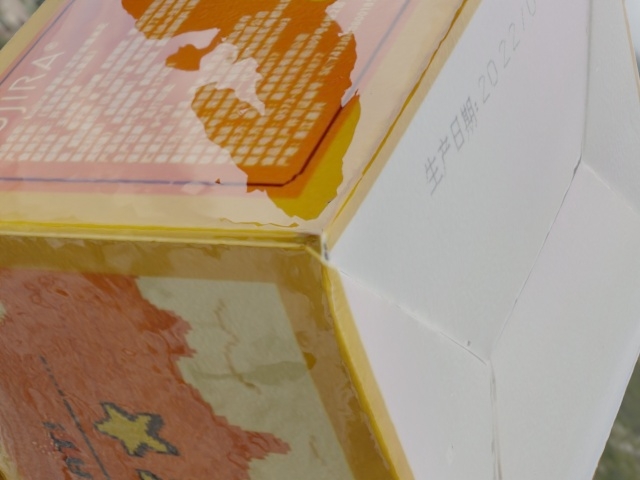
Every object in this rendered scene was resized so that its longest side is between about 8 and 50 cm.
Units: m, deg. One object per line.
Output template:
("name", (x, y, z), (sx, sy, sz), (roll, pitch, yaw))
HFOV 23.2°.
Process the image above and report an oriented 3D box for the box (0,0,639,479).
("box", (0.000, 0.000, 0.660), (0.283, 0.213, 0.260), (-58, 142, -40))
